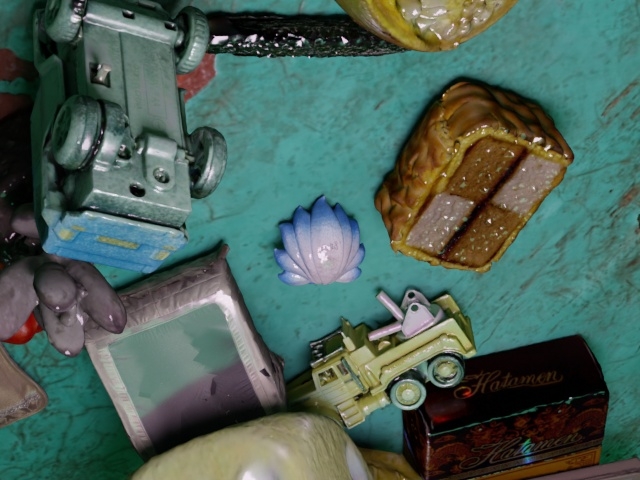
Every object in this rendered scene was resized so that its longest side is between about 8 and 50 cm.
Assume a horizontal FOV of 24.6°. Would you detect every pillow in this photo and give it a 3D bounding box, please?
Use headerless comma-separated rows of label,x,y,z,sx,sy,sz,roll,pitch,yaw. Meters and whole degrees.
pillow,-0.412,0.156,1.719,0.130,0.033,0.217,-21,136,1

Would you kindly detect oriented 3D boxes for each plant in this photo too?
plant,-0.261,-0.007,1.453,0.146,0.274,0.149,-13,134,-1

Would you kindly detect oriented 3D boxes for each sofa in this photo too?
sofa,-0.161,0.130,1.757,0.210,0.176,0.225,-24,107,3

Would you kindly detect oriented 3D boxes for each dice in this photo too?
dice,-0.066,0.351,1.683,0.252,0.254,0.250,-26,162,16

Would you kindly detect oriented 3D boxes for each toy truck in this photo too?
toy truck,-0.193,-0.114,1.371,0.155,0.279,0.156,13,140,-30
toy truck,0.058,0.150,1.847,0.259,0.128,0.135,-34,109,14

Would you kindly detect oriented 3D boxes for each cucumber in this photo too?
cucumber,0.001,-0.210,1.519,0.257,0.043,0.044,-3,138,-19

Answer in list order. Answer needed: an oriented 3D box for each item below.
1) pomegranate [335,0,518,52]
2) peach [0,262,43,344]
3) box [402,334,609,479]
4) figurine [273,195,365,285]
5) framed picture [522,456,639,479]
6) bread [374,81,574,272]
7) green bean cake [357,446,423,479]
pomegranate,0.121,-0.351,1.330,0.358,0.216,0.309,-26,145,-41
peach,-0.336,0.060,1.615,0.101,0.100,0.100,-11,135,-11
box,0.251,0.328,2.072,0.264,0.116,0.415,-11,135,-9
figurine,0.000,0.000,1.706,0.114,0.079,0.114,-1,97,-6
framed picture,0.276,0.488,2.132,0.326,0.028,0.446,-9,135,-12
bread,0.167,-0.068,1.678,0.181,0.096,0.222,12,129,-29
green bean cake,-0.005,0.347,1.958,0.236,0.124,0.233,13,159,-30
